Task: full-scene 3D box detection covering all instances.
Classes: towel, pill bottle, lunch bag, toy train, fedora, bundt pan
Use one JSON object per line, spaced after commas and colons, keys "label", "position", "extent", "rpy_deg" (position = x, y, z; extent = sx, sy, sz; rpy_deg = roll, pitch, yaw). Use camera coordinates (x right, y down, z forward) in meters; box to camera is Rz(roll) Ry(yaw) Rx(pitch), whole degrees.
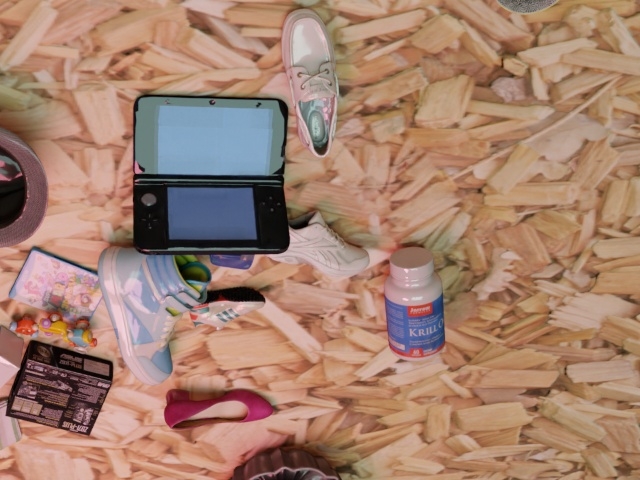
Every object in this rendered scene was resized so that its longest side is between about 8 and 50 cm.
{"label": "towel", "position": [-0.694, 0.405, 1.992], "extent": [0.152, 0.023, 0.113], "rpy_deg": [-28, 127, -38]}
{"label": "pill bottle", "position": [0.196, 0.131, 2.020], "extent": [0.124, 0.124, 0.222], "rpy_deg": [-11, 119, -6]}
{"label": "lunch bag", "position": [-0.179, 0.016, 1.916], "extent": [0.098, 0.065, 0.067], "rpy_deg": [7, 115, -16]}
{"label": "toy train", "position": [-0.530, 0.177, 1.935], "extent": [0.166, 0.046, 0.125], "rpy_deg": [23, 153, -28]}
{"label": "fedora", "position": [-0.612, -0.117, 1.723], "extent": [0.275, 0.124, 0.244], "rpy_deg": [3, 115, -4]}
{"label": "bundt pan", "position": [-0.087, 0.610, 2.213], "extent": [0.330, 0.124, 0.331], "rpy_deg": [-5, 117, -9]}

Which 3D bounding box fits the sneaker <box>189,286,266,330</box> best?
{"label": "sneaker", "position": [-0.192, 0.144, 1.989], "extent": [0.161, 0.057, 0.075], "rpy_deg": [-5, 121, -5]}

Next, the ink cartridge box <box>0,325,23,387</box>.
{"label": "ink cartridge box", "position": [-0.676, 0.270, 1.925], "extent": [0.180, 0.104, 0.060], "rpy_deg": [-43, 118, 13]}

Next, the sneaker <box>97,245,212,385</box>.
{"label": "sneaker", "position": [-0.298, 0.147, 1.906], "extent": [0.208, 0.127, 0.319], "rpy_deg": [-9, 120, 10]}

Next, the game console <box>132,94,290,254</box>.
{"label": "game console", "position": [-0.200, -0.119, 1.788], "extent": [0.293, 0.250, 0.173], "rpy_deg": [0, 144, -11]}

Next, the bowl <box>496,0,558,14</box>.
{"label": "bowl", "position": [0.369, -0.503, 1.749], "extent": [0.170, 0.080, 0.170], "rpy_deg": [-5, 118, -10]}

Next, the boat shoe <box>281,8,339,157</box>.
{"label": "boat shoe", "position": [-0.009, -0.284, 1.776], "extent": [0.098, 0.096, 0.277], "rpy_deg": [-13, 119, -4]}

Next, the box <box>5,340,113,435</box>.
{"label": "box", "position": [-0.536, 0.306, 1.987], "extent": [0.180, 0.077, 0.147], "rpy_deg": [18, 112, -19]}

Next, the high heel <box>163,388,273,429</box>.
{"label": "high heel", "position": [-0.214, 0.376, 2.067], "extent": [0.244, 0.117, 0.082], "rpy_deg": [14, 113, -18]}

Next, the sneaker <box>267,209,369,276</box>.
{"label": "sneaker", "position": [0.000, 0.000, 1.934], "extent": [0.232, 0.090, 0.115], "rpy_deg": [12, 111, -18]}

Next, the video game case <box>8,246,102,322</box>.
{"label": "video game case", "position": [-0.517, 0.094, 1.916], "extent": [0.166, 0.015, 0.119], "rpy_deg": [25, 110, -22]}
